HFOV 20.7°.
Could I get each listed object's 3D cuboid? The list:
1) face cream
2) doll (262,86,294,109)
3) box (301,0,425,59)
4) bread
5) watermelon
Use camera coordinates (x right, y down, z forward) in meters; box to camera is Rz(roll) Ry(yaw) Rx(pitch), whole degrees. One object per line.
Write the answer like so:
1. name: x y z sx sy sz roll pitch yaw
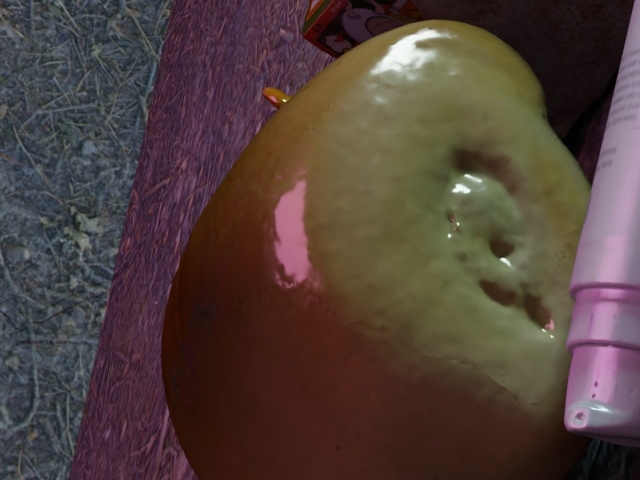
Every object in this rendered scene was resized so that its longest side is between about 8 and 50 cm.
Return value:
1. face cream: 0.221 -0.038 1.088 0.102 0.102 0.345 155 131 -69
2. doll: 0.028 -0.124 1.802 0.221 0.143 0.135 28 101 67
3. box: 0.104 -0.241 1.565 0.195 0.177 0.148 141 146 -65
4. bread: 0.028 0.060 1.261 0.376 0.253 0.348 133 125 -65
5. watermelon: 0.129 -0.226 1.330 0.283 0.250 0.292 -122 53 -71
